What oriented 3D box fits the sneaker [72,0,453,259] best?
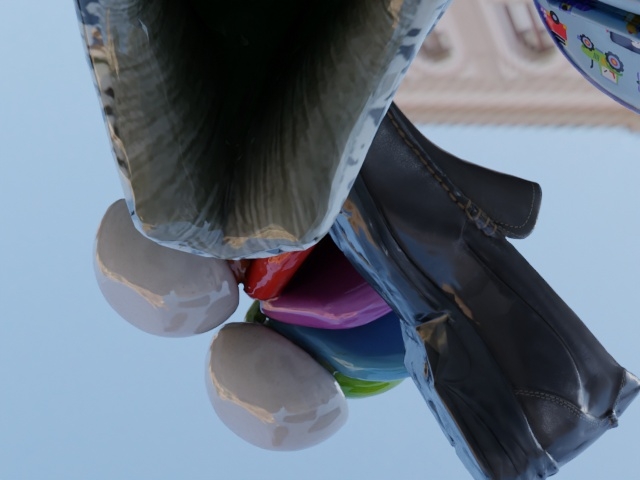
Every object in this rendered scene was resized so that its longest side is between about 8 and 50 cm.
[{"bbox_3d":[0.004,-0.136,0.307,0.158,0.410,0.182,2,-122,2],"label":"sneaker"}]

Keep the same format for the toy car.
[{"bbox_3d":[0.000,0.000,0.887,0.136,0.182,0.159,-9,-142,53],"label":"toy car"}]

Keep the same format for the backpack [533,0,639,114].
[{"bbox_3d":[0.134,-0.114,0.689,0.158,0.173,0.117,30,-136,29],"label":"backpack"}]

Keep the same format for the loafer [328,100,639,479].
[{"bbox_3d":[0.039,-0.003,0.587,0.061,0.170,0.062,-31,-161,-6],"label":"loafer"}]
